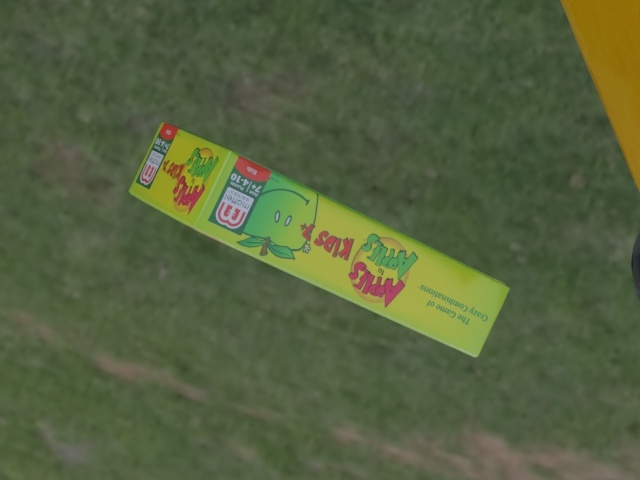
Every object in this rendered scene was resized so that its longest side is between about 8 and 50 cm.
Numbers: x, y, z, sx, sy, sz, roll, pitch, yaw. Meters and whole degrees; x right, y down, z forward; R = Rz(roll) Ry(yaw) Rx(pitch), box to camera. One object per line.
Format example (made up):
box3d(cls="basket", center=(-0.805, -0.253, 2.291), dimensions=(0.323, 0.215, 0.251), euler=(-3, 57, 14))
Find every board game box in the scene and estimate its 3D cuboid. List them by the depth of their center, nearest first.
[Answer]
box3d(cls="board game box", center=(0.000, 0.000, 0.925), dimensions=(0.181, 0.043, 0.092), euler=(26, 180, -29))

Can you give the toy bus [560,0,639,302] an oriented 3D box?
box3d(cls="toy bus", center=(0.126, -0.118, 0.514), dimensions=(0.130, 0.333, 0.108), euler=(-14, 163, -19))
